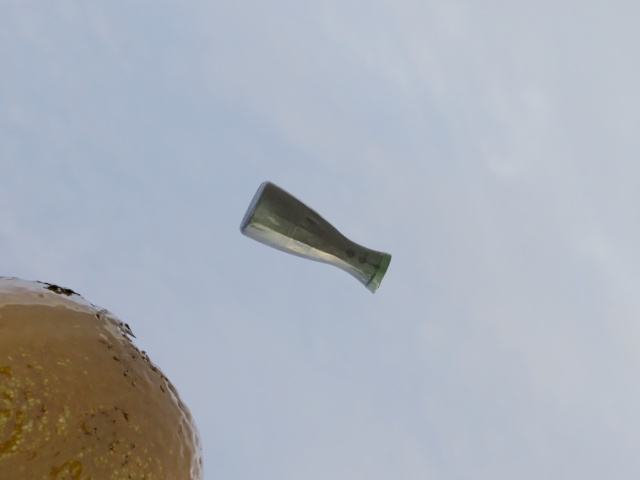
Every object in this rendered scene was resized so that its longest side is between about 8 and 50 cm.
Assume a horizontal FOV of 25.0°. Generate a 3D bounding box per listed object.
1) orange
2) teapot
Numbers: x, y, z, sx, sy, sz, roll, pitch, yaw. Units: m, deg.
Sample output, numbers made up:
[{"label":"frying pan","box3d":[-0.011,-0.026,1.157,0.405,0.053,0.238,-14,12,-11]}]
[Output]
[{"label":"orange","box3d":[-0.201,0.150,0.820,0.274,0.274,0.274,30,-136,-34]},{"label":"teapot","box3d":[0.000,0.000,1.015,0.110,0.043,0.043,27,-138,-9]}]
